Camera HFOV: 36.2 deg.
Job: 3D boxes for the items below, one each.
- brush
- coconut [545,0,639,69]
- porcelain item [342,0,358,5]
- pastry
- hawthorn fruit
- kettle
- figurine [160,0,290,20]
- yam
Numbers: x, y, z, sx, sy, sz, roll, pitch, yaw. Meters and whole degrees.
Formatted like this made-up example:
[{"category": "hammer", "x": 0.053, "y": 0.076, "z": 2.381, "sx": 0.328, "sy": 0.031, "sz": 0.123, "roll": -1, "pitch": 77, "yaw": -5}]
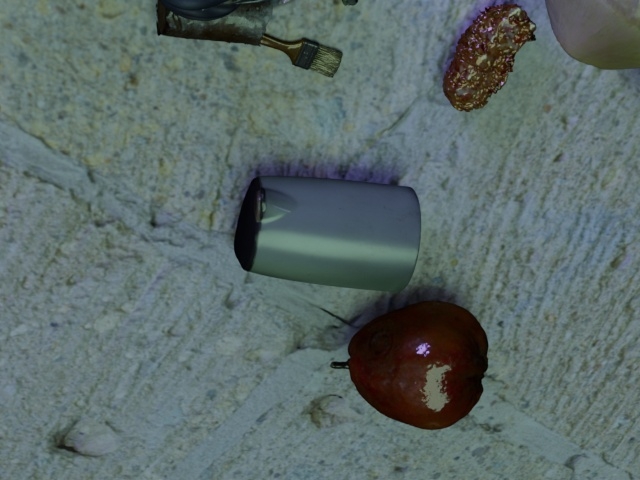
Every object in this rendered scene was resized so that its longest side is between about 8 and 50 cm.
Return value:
[{"category": "brush", "x": -0.051, "y": -0.267, "z": 1.348, "sx": 0.170, "sy": 0.014, "sz": 0.043, "roll": 15, "pitch": 122, "yaw": -21}, {"category": "coconut", "x": 0.405, "y": -0.366, "z": 1.172, "sx": 0.353, "sy": 0.352, "sz": 0.352, "roll": -6, "pitch": 129, "yaw": -7}, {"category": "porcelain item", "x": 0.048, "y": -0.377, "z": 1.277, "sx": 0.075, "sy": 0.021, "sz": 0.136, "roll": -21, "pitch": 130, "yaw": 0}, {"category": "pastry", "x": 0.230, "y": -0.264, "z": 1.379, "sx": 0.087, "sy": 0.063, "sz": 0.169, "roll": 24, "pitch": 117, "yaw": -20}, {"category": "hawthorn fruit", "x": 0.150, "y": 0.206, "z": 1.650, "sx": 0.261, "sy": 0.224, "sz": 0.224, "roll": 3, "pitch": 130, "yaw": 12}, {"category": "kettle", "x": 0.000, "y": 0.000, "z": 1.489, "sx": 0.255, "sy": 0.165, "sz": 0.240, "roll": 4, "pitch": 155, "yaw": -13}, {"category": "figurine", "x": -0.080, "y": -0.358, "z": 1.159, "sx": 0.265, "sy": 0.197, "sz": 0.175, "roll": -19, "pitch": 131, "yaw": -22}, {"category": "yam", "x": -0.139, "y": -0.294, "z": 1.268, "sx": 0.141, "sy": 0.079, "sz": 0.079, "roll": 4, "pitch": 127, "yaw": -17}]
